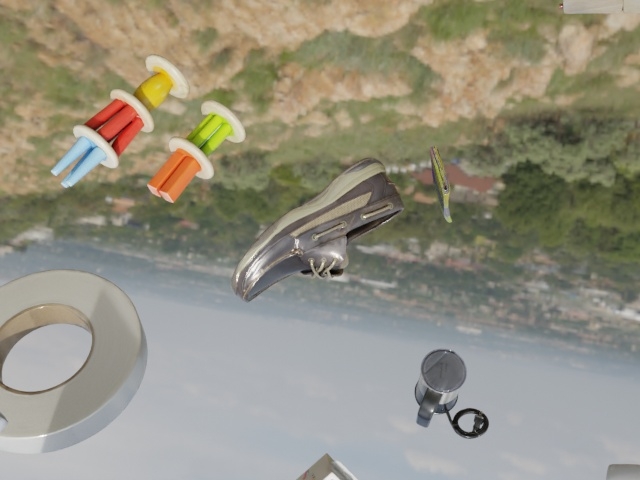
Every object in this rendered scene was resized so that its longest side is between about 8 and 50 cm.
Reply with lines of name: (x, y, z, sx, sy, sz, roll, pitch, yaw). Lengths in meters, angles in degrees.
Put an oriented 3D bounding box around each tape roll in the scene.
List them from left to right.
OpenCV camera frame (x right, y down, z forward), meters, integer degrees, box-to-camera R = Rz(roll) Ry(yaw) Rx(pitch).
tape roll: (-0.538, 0.227, 1.715, 0.392, 0.392, 0.072, 9, 143, 10)

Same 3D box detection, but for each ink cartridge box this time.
ink cartridge box: (0.008, 0.491, 1.688, 0.092, 0.143, 0.090, 48, -178, -13)

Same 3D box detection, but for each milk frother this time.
milk frother: (0.246, 0.285, 1.602, 0.143, 0.129, 0.134, 7, 153, 5)

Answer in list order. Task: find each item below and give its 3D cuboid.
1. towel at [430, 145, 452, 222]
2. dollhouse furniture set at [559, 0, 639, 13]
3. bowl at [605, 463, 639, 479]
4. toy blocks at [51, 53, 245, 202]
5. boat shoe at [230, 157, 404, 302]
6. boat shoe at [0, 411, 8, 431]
towel: (0.130, -0.059, 0.942, 0.009, 0.060, 0.083, -15, 155, 3)
dollhouse furniture set: (0.323, -0.354, 0.922, 0.129, 0.129, 0.183, 2, 139, 10)
bowl: (0.535, 0.421, 1.396, 0.142, 0.053, 0.142, 44, 152, -15)
toy blocks: (-0.161, -0.084, 0.809, 0.123, 0.148, 0.054, 39, 160, 1)
boat shoe: (0.000, 0.000, 1.553, 0.130, 0.355, 0.132, 49, 175, 13)
boat shoe: (-0.394, 0.122, 0.760, 0.258, 0.084, 0.095, 25, 159, 14)
